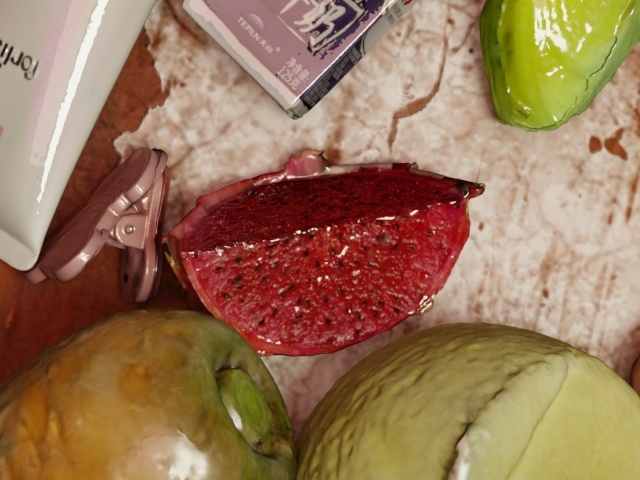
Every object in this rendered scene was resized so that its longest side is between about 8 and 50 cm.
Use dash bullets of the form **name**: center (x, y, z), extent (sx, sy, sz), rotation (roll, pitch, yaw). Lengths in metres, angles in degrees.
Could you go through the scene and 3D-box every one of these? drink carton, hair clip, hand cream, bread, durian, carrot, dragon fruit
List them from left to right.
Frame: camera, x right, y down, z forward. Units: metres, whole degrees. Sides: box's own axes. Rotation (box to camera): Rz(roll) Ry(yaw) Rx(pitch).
- **hand cream**: center (-0.241, -0.170, 1.237), extent (0.185, 0.118, 0.359), rotation (29, 89, 13)
- **carrot**: center (-0.192, 0.198, 1.112), extent (0.340, 0.224, 0.224), rotation (-28, 85, 19)
- **hair clip**: center (-0.187, -0.019, 1.222), extent (0.102, 0.123, 0.138), rotation (10, 89, -28)
- **dragon fruit**: center (-0.001, 0.007, 1.221), extent (0.274, 0.161, 0.126), rotation (-13, 118, -13)
- **drink carton**: center (0.007, -0.230, 1.233), extent (0.222, 0.102, 0.134), rotation (-45, 85, 3)
- **bread**: center (0.124, 0.223, 1.138), extent (0.320, 0.237, 0.321), rotation (-3, 98, -20)
- **durian**: center (0.220, -0.213, 1.243), extent (0.139, 0.101, 0.250), rotation (24, 92, -6)

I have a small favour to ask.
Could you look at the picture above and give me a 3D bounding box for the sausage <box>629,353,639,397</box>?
- **sausage**: center (0.331, 0.203, 1.202), extent (0.113, 0.113, 0.259), rotation (-9, 86, -2)
